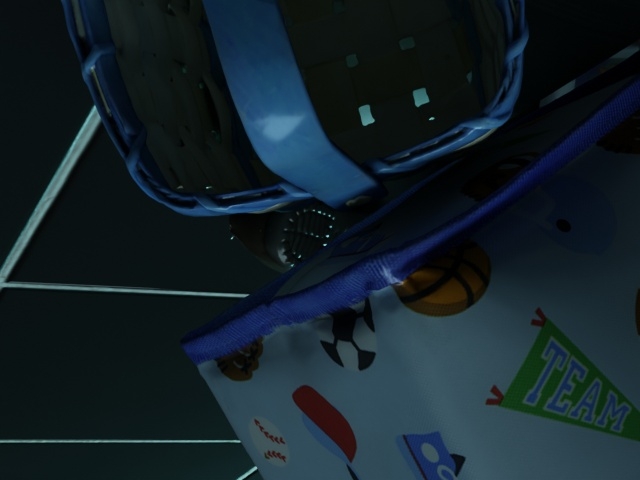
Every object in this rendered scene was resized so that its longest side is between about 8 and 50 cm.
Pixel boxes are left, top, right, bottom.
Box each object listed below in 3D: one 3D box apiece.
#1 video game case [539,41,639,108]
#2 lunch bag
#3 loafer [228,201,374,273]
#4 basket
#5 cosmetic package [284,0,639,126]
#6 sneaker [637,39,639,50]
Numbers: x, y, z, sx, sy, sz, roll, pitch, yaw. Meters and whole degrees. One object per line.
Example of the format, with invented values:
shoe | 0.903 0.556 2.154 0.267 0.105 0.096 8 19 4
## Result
video game case | 0.307 -0.009 1.044 0.329 0.036 0.300 -2 116 -12
lunch bag | 0.186 0.074 0.757 0.385 0.328 0.239 -32 -175 -36
loafer | 0.000 0.000 1.178 0.078 0.080 0.220 18 173 32
basket | -0.019 -0.126 0.617 0.201 0.255 0.289 -16 167 5
cosmetic package | 0.097 -0.144 0.810 0.127 0.107 0.238 10 154 -39
sneaker | 0.210 -0.142 0.887 0.134 0.070 0.051 15 151 -40
